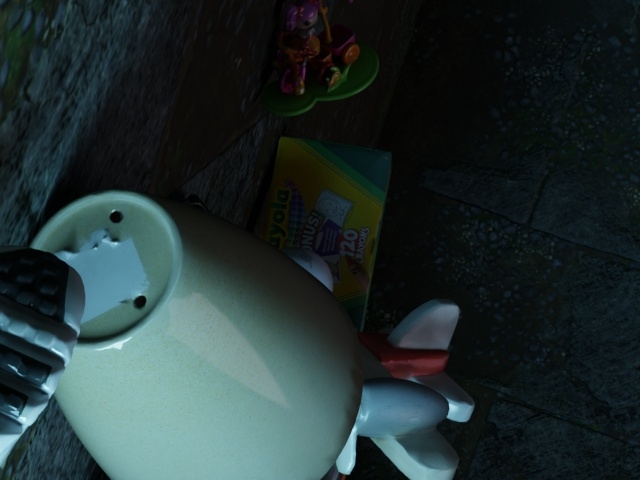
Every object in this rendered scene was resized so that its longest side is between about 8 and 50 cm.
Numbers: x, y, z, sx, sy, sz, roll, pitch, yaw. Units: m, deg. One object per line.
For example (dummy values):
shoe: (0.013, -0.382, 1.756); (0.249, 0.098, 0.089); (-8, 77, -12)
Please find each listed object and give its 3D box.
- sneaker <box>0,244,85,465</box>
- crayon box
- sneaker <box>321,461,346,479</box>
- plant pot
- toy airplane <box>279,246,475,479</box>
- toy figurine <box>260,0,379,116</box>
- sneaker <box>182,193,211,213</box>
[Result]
sneaker: (-0.237, 0.131, 0.755); (0.292, 0.110, 0.118); (-59, 178, -22)
crayon box: (0.000, 0.000, 1.872); (0.081, 0.165, 0.278); (61, 38, -82)
sneaker: (-0.048, 0.389, 1.639); (0.321, 0.124, 0.180); (-50, 134, 8)
plant pot: (-0.121, 0.076, 1.042); (0.274, 0.256, 0.256); (57, 51, -61)
toy airplane: (0.000, 0.126, 1.499); (0.384, 0.386, 0.272); (-58, 150, -55)
toy figurine: (-0.012, -0.260, 1.583); (0.173, 0.130, 0.159); (-40, 144, -27)
sneaker: (-0.155, 0.068, 1.306); (0.106, 0.162, 0.281); (57, 6, -33)
